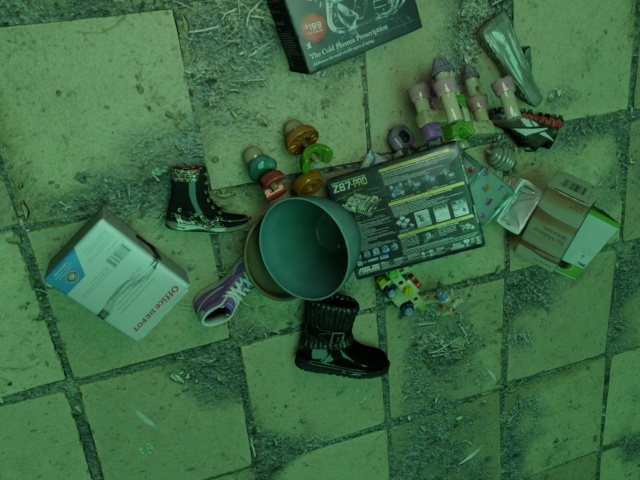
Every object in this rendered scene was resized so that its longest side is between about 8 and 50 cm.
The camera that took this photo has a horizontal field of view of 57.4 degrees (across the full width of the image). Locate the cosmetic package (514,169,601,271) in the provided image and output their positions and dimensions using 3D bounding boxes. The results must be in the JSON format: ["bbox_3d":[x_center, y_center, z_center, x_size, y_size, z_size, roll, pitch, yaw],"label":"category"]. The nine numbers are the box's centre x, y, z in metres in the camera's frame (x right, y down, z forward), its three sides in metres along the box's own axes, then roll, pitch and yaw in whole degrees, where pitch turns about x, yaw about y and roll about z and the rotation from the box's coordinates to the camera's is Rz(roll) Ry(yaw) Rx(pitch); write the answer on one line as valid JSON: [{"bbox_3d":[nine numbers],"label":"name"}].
[{"bbox_3d":[0.777,-0.061,1.929,0.129,0.153,0.296,-40,151,-40],"label":"cosmetic package"}]

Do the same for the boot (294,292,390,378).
[{"bbox_3d":[0.096,0.308,1.911,0.348,0.131,0.260,9,106,-21],"label":"boot"}]

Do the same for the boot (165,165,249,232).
[{"bbox_3d":[-0.313,-0.116,1.643,0.236,0.085,0.178,0,106,-19],"label":"boot"}]

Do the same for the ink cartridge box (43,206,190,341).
[{"bbox_3d":[-0.551,0.096,1.609,0.223,0.129,0.307,-47,116,1],"label":"ink cartridge box"}]

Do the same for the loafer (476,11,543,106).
[{"bbox_3d":[0.605,-0.549,1.795,0.111,0.112,0.319,-40,116,7],"label":"loafer"}]

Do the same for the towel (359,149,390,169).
[{"bbox_3d":[0.225,-0.140,1.852,0.285,0.034,0.209,20,102,-25],"label":"towel"}]

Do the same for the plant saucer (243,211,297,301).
[{"bbox_3d":[-0.112,0.042,1.742,0.278,0.041,0.277,0,89,-35],"label":"plant saucer"}]

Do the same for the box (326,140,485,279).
[{"bbox_3d":[0.250,-0.085,1.725,0.395,0.097,0.318,-17,100,13],"label":"box"}]

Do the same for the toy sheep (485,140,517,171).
[{"bbox_3d":[0.586,-0.272,1.904,0.132,0.091,0.091,18,102,-20],"label":"toy sheep"}]

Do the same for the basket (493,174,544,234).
[{"bbox_3d":[0.643,-0.125,1.964,0.113,0.103,0.167,27,99,-26],"label":"basket"}]

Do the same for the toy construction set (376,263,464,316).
[{"bbox_3d":[0.310,0.130,1.918,0.215,0.151,0.327,-41,105,4],"label":"toy construction set"}]

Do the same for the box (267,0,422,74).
[{"bbox_3d":[0.044,-0.646,1.527,0.343,0.179,0.312,-26,114,-9],"label":"box"}]

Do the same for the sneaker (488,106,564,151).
[{"bbox_3d":[0.657,-0.357,1.889,0.276,0.097,0.135,5,105,-22],"label":"sneaker"}]

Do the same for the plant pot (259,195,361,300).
[{"bbox_3d":[0.000,0.000,1.654,0.195,0.290,0.290,-28,124,-54],"label":"plant pot"}]

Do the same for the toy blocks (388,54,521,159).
[{"bbox_3d":[0.368,-0.420,1.730,0.289,0.309,0.260,-9,79,-28],"label":"toy blocks"}]

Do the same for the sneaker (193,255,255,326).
[{"bbox_3d":[-0.241,0.152,1.723,0.282,0.161,0.102,-41,115,-3],"label":"sneaker"}]

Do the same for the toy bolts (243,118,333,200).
[{"bbox_3d":[-0.106,-0.221,1.680,0.228,0.158,0.218,-28,156,-19],"label":"toy bolts"}]

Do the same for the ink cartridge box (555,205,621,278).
[{"bbox_3d":[0.914,-0.007,2.109,0.189,0.097,0.255,21,115,-25],"label":"ink cartridge box"}]

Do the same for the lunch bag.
[{"bbox_3d":[0.450,-0.120,1.859,0.223,0.160,0.262,27,107,-43],"label":"lunch bag"}]
